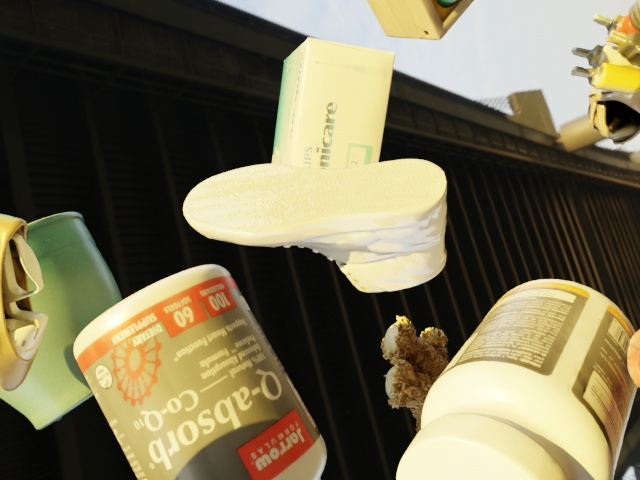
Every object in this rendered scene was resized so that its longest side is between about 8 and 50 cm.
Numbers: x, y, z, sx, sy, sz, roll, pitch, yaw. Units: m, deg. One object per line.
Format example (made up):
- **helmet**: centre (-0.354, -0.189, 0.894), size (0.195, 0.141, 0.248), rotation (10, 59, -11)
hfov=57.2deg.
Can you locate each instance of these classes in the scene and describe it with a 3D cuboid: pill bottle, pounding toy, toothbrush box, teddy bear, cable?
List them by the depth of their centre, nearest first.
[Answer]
- **pill bottle**: centre (0.188, 0.156, 0.536), size (0.278, 0.162, 0.162), rotation (-31, -84, -50)
- **pounding toy**: centre (0.102, -0.335, 0.557), size (0.181, 0.094, 0.206), rotation (-50, -50, -10)
- **pill bottle**: centre (-0.121, 0.230, 0.709), size (0.210, 0.210, 0.363), rotation (-21, -102, -53)
- **cable**: centre (0.467, -0.210, 0.742), size (0.287, 0.072, 0.140), rotation (27, -105, 2)
- **toothbrush box**: centre (0.004, -0.179, 0.917), size (0.126, 0.295, 0.217), rotation (6, -81, -10)
- **teddy bear**: centre (0.216, 0.283, 1.123), size (0.338, 0.113, 0.245), rotation (58, -155, -25)

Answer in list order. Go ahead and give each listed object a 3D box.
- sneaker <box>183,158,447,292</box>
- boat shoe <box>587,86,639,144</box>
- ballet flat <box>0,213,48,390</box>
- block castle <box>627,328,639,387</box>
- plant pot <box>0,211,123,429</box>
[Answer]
- **sneaker**: centre (0.000, 0.000, 0.676), size (0.169, 0.292, 0.108), rotation (70, -155, -50)
- **boat shoe**: centre (0.499, -0.225, 0.985), size (0.121, 0.110, 0.341), rotation (35, -174, 15)
- **ballet flat**: centre (-0.378, 0.081, 0.724), size (0.080, 0.073, 0.233), rotation (-88, -5, -72)
- **block castle**: centre (0.413, -0.023, 0.353), size (0.212, 0.303, 0.454), rotation (-23, -51, -37)
- **plant pot**: centre (-0.423, 0.135, 0.915), size (0.255, 0.271, 0.271), rotation (55, -143, -2)
